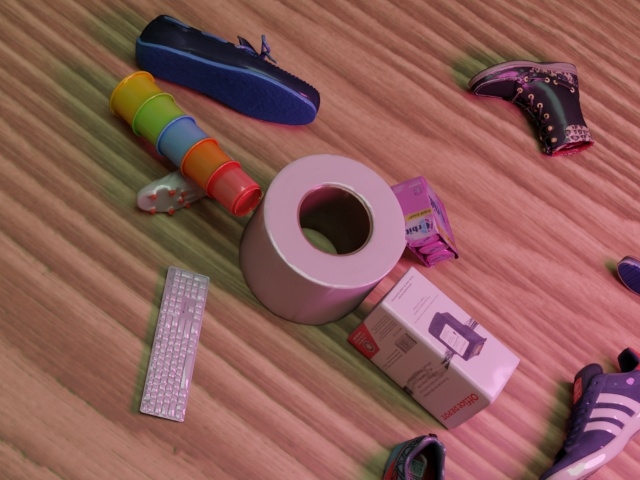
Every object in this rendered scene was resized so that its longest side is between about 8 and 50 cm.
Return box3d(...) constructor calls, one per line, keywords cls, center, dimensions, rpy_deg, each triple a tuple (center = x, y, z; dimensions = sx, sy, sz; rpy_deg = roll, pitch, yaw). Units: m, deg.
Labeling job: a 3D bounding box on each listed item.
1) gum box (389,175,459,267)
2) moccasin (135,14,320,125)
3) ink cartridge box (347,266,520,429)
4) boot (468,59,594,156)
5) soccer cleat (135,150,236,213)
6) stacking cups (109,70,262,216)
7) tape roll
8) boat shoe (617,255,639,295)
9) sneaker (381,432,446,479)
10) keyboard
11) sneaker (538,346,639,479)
box3d(cls="gum box", center=(0.183, -0.029, 2.064), dimensions=(0.062, 0.188, 0.107), rpy_deg=(-19, 71, 13))
box3d(cls="moccasin", center=(-0.152, -0.318, 2.106), dimensions=(0.342, 0.137, 0.116), rpy_deg=(24, 56, -8))
box3d(cls="ink cartridge box", center=(0.184, 0.181, 1.961), dimensions=(0.237, 0.172, 0.100), rpy_deg=(41, 59, 3))
box3d(cls="boot", center=(0.414, -0.254, 2.301), dimensions=(0.237, 0.085, 0.178), rpy_deg=(-5, 70, -22))
box3d(cls="soccer cleat", center=(-0.228, -0.099, 2.020), dimensions=(0.196, 0.068, 0.076), rpy_deg=(-18, 54, -25))
box3d(cls="stacking cups", center=(-0.221, -0.153, 1.980), dimensions=(0.096, 0.096, 0.316), rpy_deg=(-33, 65, -29))
box3d(cls="tape roll", center=(0.000, 0.000, 1.986), dimensions=(0.246, 0.169, 0.246), rpy_deg=(8, 63, -16))
box3d(cls="boat shoe", center=(0.637, 0.077, 2.237), dimensions=(0.183, 0.066, 0.066), rpy_deg=(35, 54, -12))
box3d(cls="sneaker", center=(0.138, 0.421, 1.858), dimensions=(0.104, 0.125, 0.261), rpy_deg=(17, 61, -10))
box3d(cls="keyboard", center=(-0.233, 0.164, 1.916), dimensions=(0.072, 0.014, 0.256), rpy_deg=(14, 62, -12))
box3d(cls="sneaker", center=(0.464, 0.305, 2.037), dimensions=(0.350, 0.131, 0.148), rpy_deg=(-30, 71, -34))
